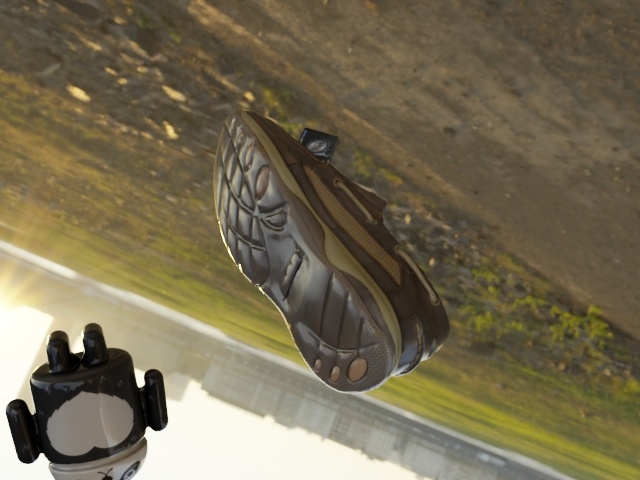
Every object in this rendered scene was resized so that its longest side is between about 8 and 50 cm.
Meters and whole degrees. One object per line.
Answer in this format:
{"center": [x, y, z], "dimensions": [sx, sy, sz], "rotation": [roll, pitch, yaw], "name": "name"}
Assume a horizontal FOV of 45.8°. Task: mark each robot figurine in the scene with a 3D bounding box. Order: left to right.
{"center": [-0.386, 0.285, 1.270], "dimensions": [0.209, 0.278, 0.173], "rotation": [-6, -172, 22], "name": "robot figurine"}

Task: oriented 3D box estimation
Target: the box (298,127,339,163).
{"center": [-0.013, -0.153, 1.340], "dimensions": [0.067, 0.083, 0.018], "rotation": [20, 163, 19], "name": "box"}

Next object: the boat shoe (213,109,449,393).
{"center": [0.000, 0.000, 0.765], "dimensions": [0.130, 0.132, 0.355], "rotation": [-3, -133, -36], "name": "boat shoe"}
